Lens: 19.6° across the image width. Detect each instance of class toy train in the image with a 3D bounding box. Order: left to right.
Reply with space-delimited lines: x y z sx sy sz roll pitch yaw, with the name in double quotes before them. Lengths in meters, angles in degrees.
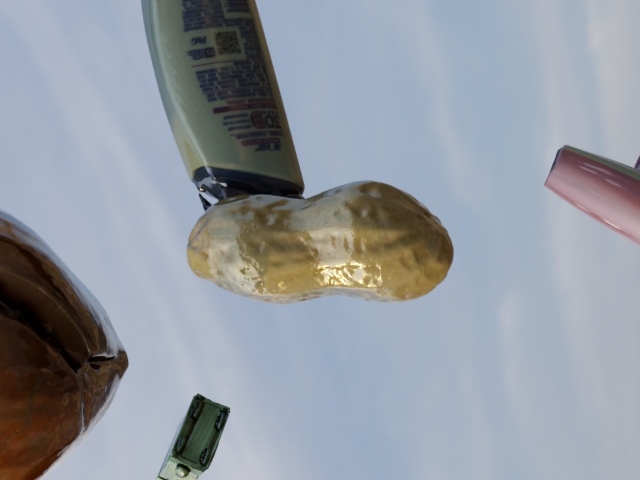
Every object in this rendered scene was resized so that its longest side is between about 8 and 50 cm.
"toy train" -0.116 0.187 1.691 0.056 0.038 0.093 -58 8 41

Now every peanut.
"peanut" 0.000 0.000 1.772 0.123 0.257 0.123 -179 90 -89

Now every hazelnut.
"hazelnut" -0.393 0.114 1.949 0.409 0.359 0.359 -160 69 -64

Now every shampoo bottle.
"shampoo bottle" -0.112 -0.168 2.001 0.078 0.134 0.359 -37 63 55

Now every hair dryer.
"hair dryer" 0.245 -0.054 1.446 0.154 0.106 0.054 -41 -23 -56
